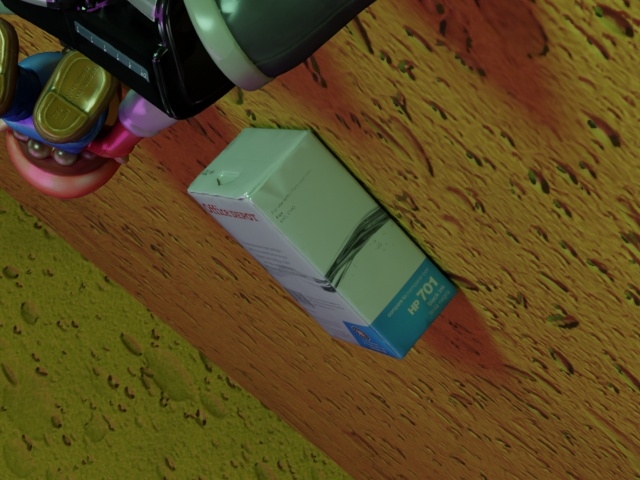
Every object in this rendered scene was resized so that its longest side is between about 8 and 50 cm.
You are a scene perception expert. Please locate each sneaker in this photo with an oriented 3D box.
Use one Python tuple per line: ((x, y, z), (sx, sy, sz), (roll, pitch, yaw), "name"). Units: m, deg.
((-0.027, -0.192, 0.782), (0.222, 0.118, 0.083), (67, -165, 16), "sneaker")

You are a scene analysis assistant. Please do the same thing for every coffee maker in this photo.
((-0.119, -0.164, 1.047), (0.178, 0.120, 0.171), (35, 175, 27), "coffee maker")

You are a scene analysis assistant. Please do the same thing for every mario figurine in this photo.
((-0.229, -0.146, 1.404), (0.198, 0.170, 0.320), (54, 176, 1), "mario figurine")

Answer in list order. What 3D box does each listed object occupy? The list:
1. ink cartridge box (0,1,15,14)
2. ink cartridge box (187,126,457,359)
((-0.256, -0.255, 1.216), (0.255, 0.097, 0.189), (4, 160, 6), "ink cartridge box")
((0.000, 0.000, 1.301), (0.190, 0.082, 0.140), (48, 166, -21), "ink cartridge box")
